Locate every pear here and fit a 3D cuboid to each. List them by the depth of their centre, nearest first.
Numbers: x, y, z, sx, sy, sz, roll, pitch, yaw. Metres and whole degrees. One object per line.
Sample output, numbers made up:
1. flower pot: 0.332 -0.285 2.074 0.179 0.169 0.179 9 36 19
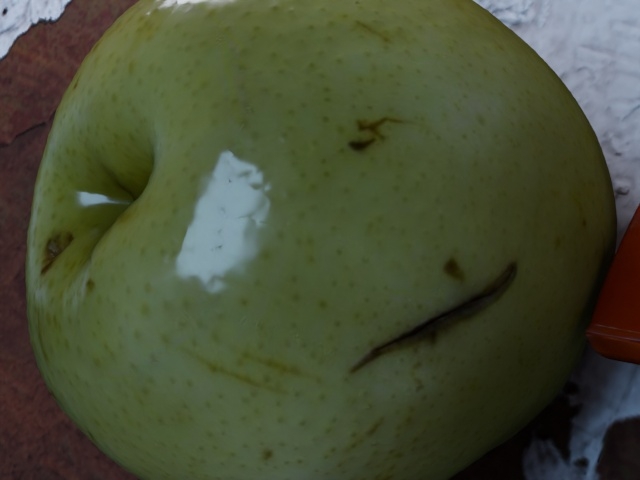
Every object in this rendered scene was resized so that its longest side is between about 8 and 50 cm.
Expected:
1. pear: 0.000 0.000 0.972 0.309 0.309 0.309 -19 61 38

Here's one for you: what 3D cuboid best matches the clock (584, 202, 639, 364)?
1. clock: 0.222 0.023 0.899 0.155 0.061 0.113 9 62 41
